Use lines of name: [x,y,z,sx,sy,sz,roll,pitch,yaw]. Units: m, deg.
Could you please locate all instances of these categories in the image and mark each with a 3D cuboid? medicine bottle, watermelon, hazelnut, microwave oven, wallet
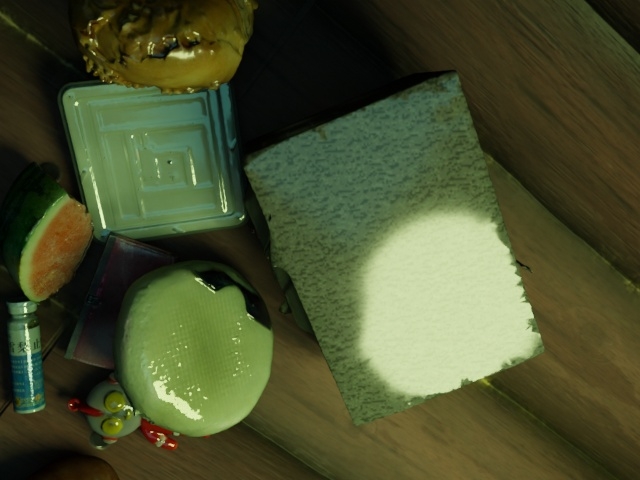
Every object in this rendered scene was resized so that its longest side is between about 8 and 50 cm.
medicine bottle: [-0.490,0.191,0.981,0.051,0.051,0.191,-1,99,-10]
watermelon: [-0.461,-0.019,0.923,0.146,0.128,0.231,38,108,15]
hazelnut: [-0.414,0.464,0.961,0.209,0.210,0.186,-1,137,-9]
microwave oven: [0.094,0.004,0.915,0.374,0.236,0.433,-22,105,2]
wallet: [-0.334,0.111,0.992,0.119,0.025,0.232,20,102,-20]

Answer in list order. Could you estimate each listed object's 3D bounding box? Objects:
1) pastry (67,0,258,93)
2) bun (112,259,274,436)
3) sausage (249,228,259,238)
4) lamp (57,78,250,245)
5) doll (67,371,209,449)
pastry: [-0.222,-0.333,0.868,0.254,0.162,0.311,13,57,-2]
bun: [-0.216,0.172,0.960,0.283,0.179,0.284,8,77,-42]
sausage: [0.000,0.000,1.047,0.253,0.034,0.034,10,96,-10]
lamp: [-0.260,-0.135,0.963,0.268,0.047,0.267,-9,110,-8]
doll: [-0.307,0.289,1.016,0.244,0.076,0.143,8,91,-15]
